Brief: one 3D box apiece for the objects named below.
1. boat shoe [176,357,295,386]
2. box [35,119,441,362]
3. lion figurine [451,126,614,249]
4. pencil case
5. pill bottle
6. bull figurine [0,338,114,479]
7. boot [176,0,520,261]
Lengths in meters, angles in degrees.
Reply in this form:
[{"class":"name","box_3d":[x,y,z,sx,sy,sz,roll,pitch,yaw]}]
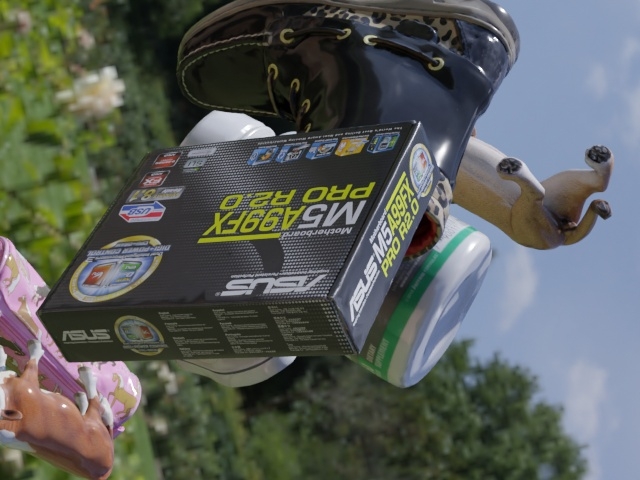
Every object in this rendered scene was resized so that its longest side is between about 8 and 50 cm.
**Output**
[{"class":"boat shoe","box_3d":[-0.134,0.135,2.086,0.267,0.096,0.088,8,-48,57]},{"class":"box","box_3d":[-0.062,0.001,1.195,0.060,0.270,0.216,65,36,-32]},{"class":"lion figurine","box_3d":[0.214,-0.077,1.887,0.392,0.142,0.240,43,-21,31]},{"class":"pencil case","box_3d":[-0.450,0.170,2.442,0.386,0.160,0.167,52,44,-33]},{"class":"pill bottle","box_3d":[0.000,0.000,1.758,0.361,0.204,0.204,30,-24,16]},{"class":"bull figurine","box_3d":[-0.427,0.254,2.261,0.310,0.101,0.188,41,33,-40]},{"class":"boot","box_3d":[-0.007,-0.113,1.499,0.138,0.378,0.284,69,31,-45]}]
